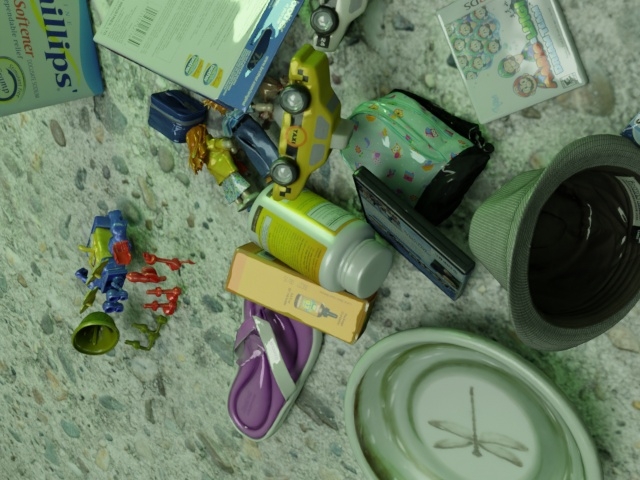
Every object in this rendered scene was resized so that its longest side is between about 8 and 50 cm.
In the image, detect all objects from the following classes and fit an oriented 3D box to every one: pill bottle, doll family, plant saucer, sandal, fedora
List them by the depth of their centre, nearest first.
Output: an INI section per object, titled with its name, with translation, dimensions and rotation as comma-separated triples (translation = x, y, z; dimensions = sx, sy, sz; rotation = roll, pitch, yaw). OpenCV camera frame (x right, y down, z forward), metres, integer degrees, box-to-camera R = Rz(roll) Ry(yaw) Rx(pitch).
[fedora]
translation = 0.268, -0.005, 0.808
dimensions = 0.124, 0.275, 0.243
rotation = 23, 119, 54
[plant saucer]
translation = 0.226, 0.296, 1.058
dimensions = 0.400, 0.100, 0.400
rotation = 16, 119, 30
[pill bottle]
translation = 0.000, 0.000, 1.066
dimensions = 0.215, 0.117, 0.117
rotation = 32, 126, 30
[doll family]
translation = -0.126, -0.152, 1.101
dimensions = 0.163, 0.118, 0.263
rotation = 54, 131, 4
[sandal]
translation = -0.099, 0.216, 1.259
dimensions = 0.169, 0.102, 0.416
rotation = 25, 121, 23

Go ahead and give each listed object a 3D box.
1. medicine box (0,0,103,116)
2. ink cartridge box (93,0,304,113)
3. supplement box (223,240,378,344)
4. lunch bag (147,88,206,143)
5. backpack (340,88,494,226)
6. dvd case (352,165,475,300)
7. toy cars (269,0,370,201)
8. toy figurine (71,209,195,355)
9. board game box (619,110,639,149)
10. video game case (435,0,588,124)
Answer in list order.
[medicine box]
translation = -0.552, -0.358, 1.209
dimensions = 0.149, 0.289, 0.263
rotation = 11, 116, 35
[ink cartridge box]
translation = -0.177, -0.318, 1.048
dimensions = 0.311, 0.065, 0.186
rotation = 29, 92, 25
[supplement box]
translation = -0.031, 0.080, 1.126
dimensions = 0.233, 0.080, 0.078
rotation = 23, 106, 15
[lunch bag]
translation = -0.245, -0.217, 1.193
dimensions = 0.098, 0.067, 0.065
rotation = 34, 126, 22
[backpack]
translation = 0.117, -0.118, 0.941
dimensions = 0.182, 0.115, 0.152
rotation = 45, 133, 16
[dvd case]
translation = 0.123, -0.001, 0.934
dimensions = 0.180, 0.253, 0.022
rotation = 43, 87, 14
[toy cars]
translation = 0.019, -0.236, 0.893
dimensions = 0.087, 0.176, 0.393
rotation = 13, 78, 4
[toy figurine]
translation = -0.404, 0.055, 1.427
dimensions = 0.362, 0.191, 0.217
rotation = -58, 43, 45
[board game box]
translation = 0.439, -0.150, 0.739
dimensions = 0.136, 0.035, 0.201
rotation = 42, 129, 14
[video game case]
translation = 0.231, -0.238, 0.863
dimensions = 0.143, 0.019, 0.157
rotation = -18, 99, 40
